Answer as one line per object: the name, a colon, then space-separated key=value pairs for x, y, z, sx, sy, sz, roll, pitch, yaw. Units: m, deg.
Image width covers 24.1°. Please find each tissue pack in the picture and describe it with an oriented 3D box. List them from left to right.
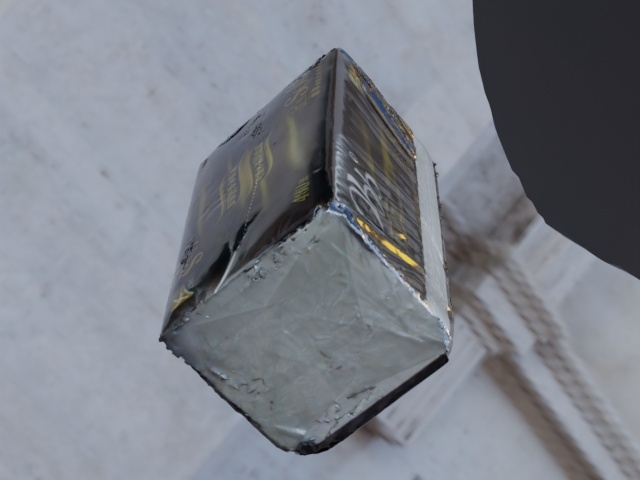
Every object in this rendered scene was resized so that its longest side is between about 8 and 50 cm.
tissue pack: x=0.000 y=0.000 z=1.394 sx=0.198 sy=0.210 sz=0.370 roll=42 pitch=21 yaw=-18

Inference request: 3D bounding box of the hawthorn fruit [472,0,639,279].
hawthorn fruit: x=0.173 y=-0.054 z=0.434 sx=0.251 sy=0.189 sz=0.189 roll=17 pitch=-1 yaw=-27
